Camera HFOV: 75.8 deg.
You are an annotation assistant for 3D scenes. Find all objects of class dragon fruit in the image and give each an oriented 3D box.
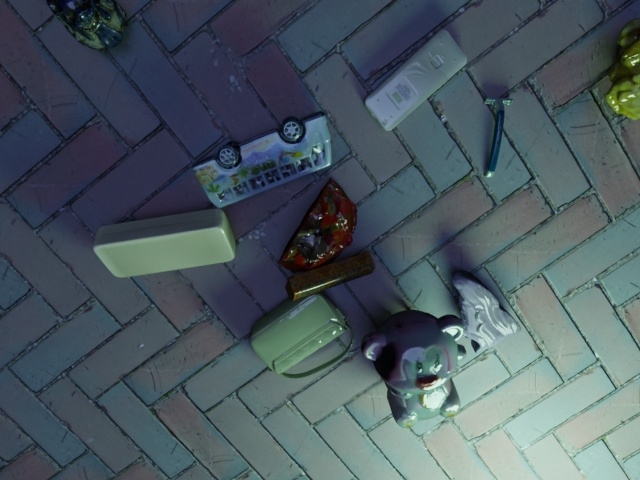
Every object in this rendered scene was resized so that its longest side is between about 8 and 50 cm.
[{"bbox_3d":[0.000,0.000,0.976,0.134,0.211,0.262,33,105,1],"label":"dragon fruit"}]

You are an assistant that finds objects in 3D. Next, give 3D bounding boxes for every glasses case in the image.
[{"bbox_3d":[0.025,0.091,1.015,0.218,0.075,0.049,-17,69,-18],"label":"glasses case"},{"bbox_3d":[-0.373,0.008,1.003,0.312,0.070,0.131,-9,138,1],"label":"glasses case"}]

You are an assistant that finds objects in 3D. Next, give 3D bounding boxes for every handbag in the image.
[{"bbox_3d":[-0.043,0.260,1.095,0.256,0.079,0.219,-34,107,6],"label":"handbag"}]

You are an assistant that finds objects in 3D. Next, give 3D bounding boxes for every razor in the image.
[{"bbox_3d":[0.430,-0.251,1.010,0.068,0.037,0.191,2,102,-3],"label":"razor"}]

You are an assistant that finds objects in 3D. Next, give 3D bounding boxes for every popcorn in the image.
[{"bbox_3d":[0.763,-0.386,0.908,0.265,0.192,0.233,24,95,-24],"label":"popcorn"}]

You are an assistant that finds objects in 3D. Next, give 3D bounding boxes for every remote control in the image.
[{"bbox_3d":[0.224,-0.379,0.979,0.250,0.034,0.103,-42,100,7],"label":"remote control"}]

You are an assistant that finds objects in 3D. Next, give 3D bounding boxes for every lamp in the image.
[{"bbox_3d":[0.241,0.300,1.047,0.246,0.248,0.301,-13,124,6],"label":"lamp"}]

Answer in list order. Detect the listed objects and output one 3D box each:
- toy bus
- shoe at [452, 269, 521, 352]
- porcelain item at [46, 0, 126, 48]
[{"bbox_3d":[-0.128,-0.195,0.979,0.329,0.109,0.136,-21,111,3],"label":"toy bus"},{"bbox_3d":[0.404,0.190,1.077,0.137,0.095,0.245,-43,106,5],"label":"shoe"},{"bbox_3d":[-0.545,-0.535,0.854,0.138,0.186,0.288,-36,99,8],"label":"porcelain item"}]
